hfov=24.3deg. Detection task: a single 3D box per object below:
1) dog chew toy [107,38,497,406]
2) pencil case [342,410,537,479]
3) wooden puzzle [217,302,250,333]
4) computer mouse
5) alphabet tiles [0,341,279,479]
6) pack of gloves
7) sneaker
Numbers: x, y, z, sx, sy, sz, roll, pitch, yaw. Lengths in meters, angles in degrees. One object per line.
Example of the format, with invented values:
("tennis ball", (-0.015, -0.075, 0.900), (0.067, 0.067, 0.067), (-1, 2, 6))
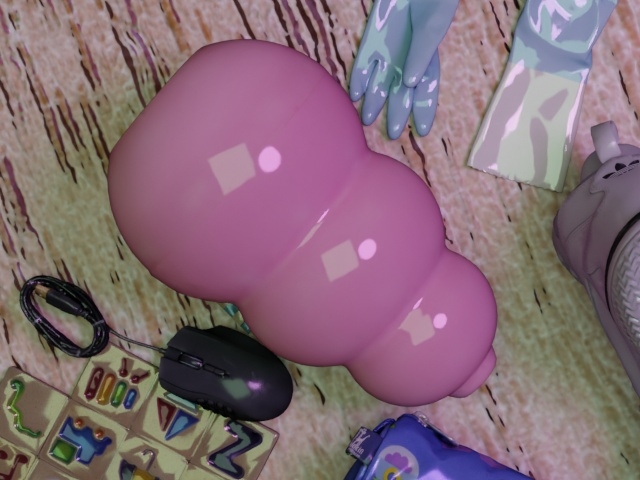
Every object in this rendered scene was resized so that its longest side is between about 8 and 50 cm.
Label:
("dog chew toy", (0.000, 0.000, 1.145), (0.332, 0.206, 0.206), (40, 93, -5))
("pencil case", (0.154, 0.240, 1.170), (0.306, 0.119, 0.133), (24, 81, 3))
("wooden puzzle", (-0.061, 0.043, 1.238), (0.083, 0.006, 0.049), (44, 93, 2))
("computer mouse", (-0.136, 0.086, 1.220), (0.242, 0.041, 0.071), (20, 81, 3))
("alphabet tiles", (-0.187, 0.272, 1.247), (0.285, 0.011, 0.342), (28, 92, 3))
("pack of gloves", (0.137, -0.176, 1.204), (0.195, 0.046, 0.232), (17, 92, 4))
("sneaker", (0.290, 0.076, 1.156), (0.137, 0.210, 0.366), (-24, 123, 4))
